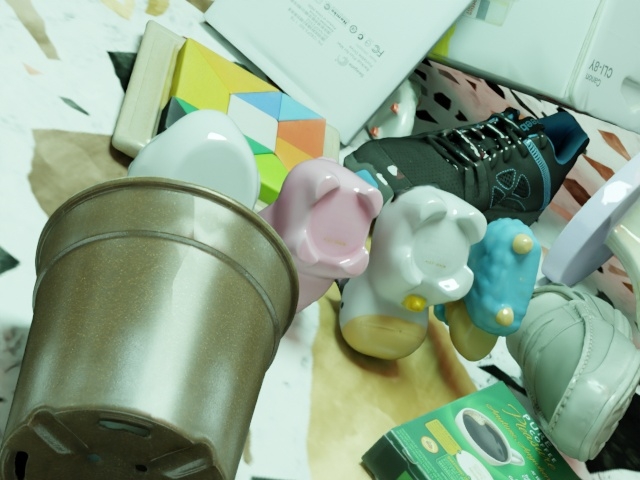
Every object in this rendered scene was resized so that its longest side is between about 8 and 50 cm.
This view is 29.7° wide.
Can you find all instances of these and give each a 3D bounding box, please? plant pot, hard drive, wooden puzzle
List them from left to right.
[{"bbox_3d":[-0.102,0.078,0.696,0.167,0.167,0.165,29,37,-19],"label":"plant pot"},{"bbox_3d":[-0.071,-0.099,1.094,0.221,0.044,0.239,29,30,-19],"label":"wooden puzzle"},{"bbox_3d":[0.053,-0.279,1.224,0.203,0.307,0.040,42,11,5],"label":"hard drive"}]

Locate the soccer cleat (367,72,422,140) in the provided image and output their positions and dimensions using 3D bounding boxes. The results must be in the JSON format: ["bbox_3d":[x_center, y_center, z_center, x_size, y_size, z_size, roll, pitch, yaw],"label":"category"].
[{"bbox_3d":[0.087,-0.159,1.349,0.076,0.068,0.196,30,27,-24],"label":"soccer cleat"}]

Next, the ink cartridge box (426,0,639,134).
[{"bbox_3d":[0.214,-0.259,1.374,0.384,0.160,0.279,28,12,37],"label":"ink cartridge box"}]

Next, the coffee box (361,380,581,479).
[{"bbox_3d":[0.122,0.179,0.931,0.113,0.040,0.184,51,30,18],"label":"coffee box"}]

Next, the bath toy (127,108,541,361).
[{"bbox_3d":[0.000,0.000,0.951,0.348,0.151,0.129,19,4,-28],"label":"bath toy"}]

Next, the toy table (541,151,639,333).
[{"bbox_3d":[0.385,0.000,1.308,0.274,0.252,0.161,-38,67,-22],"label":"toy table"}]

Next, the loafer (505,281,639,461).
[{"bbox_3d":[0.212,0.105,1.056,0.111,0.112,0.319,29,10,6],"label":"loafer"}]

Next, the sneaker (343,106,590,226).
[{"bbox_3d":[0.153,-0.086,1.243,0.340,0.140,0.125,-8,55,-53],"label":"sneaker"}]
